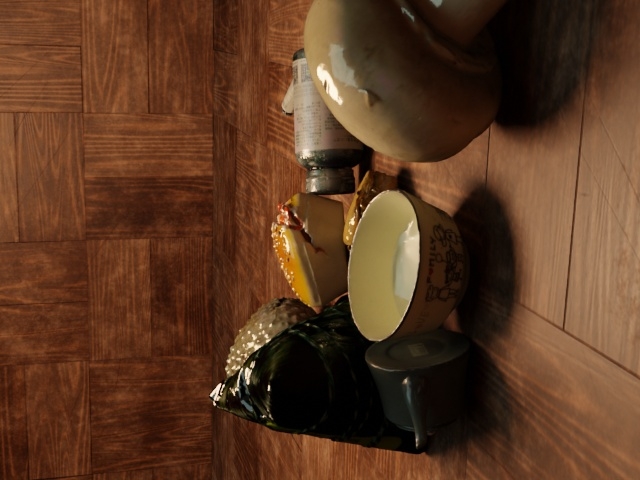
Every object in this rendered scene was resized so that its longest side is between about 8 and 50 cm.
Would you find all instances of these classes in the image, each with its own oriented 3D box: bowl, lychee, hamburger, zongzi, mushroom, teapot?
[{"bbox_3d":[0.145,0.044,1.481,0.238,0.126,0.237,-29,57,60],"label":"bowl"},{"bbox_3d":[-0.091,0.261,2.201,0.255,0.274,0.255,-24,-90,-85],"label":"lychee"},{"bbox_3d":[0.092,-0.049,1.741,0.147,0.083,0.138,105,-174,-58],"label":"hamburger"},{"bbox_3d":[0.014,0.221,1.551,0.362,0.384,0.319,139,124,-79],"label":"zongzi"},{"bbox_3d":[-0.016,0.020,1.904,0.295,0.152,0.227,121,141,-85],"label":"hamburger"},{"bbox_3d":[0.145,-0.288,1.285,0.336,0.315,0.314,-55,35,32],"label":"mushroom"},{"bbox_3d":[0.162,0.231,1.488,0.239,0.163,0.148,-58,-41,-72],"label":"teapot"}]

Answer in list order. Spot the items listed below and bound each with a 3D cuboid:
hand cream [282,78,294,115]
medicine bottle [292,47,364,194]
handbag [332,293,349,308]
[{"bbox_3d":[-0.057,-0.380,2.389,0.194,0.042,0.067,122,152,-55],"label":"hand cream"},{"bbox_3d":[0.017,-0.238,1.933,0.141,0.142,0.293,178,90,-75],"label":"medicine bottle"},{"bbox_3d":[0.070,0.227,1.883,0.308,0.093,0.253,122,143,-64],"label":"handbag"}]
